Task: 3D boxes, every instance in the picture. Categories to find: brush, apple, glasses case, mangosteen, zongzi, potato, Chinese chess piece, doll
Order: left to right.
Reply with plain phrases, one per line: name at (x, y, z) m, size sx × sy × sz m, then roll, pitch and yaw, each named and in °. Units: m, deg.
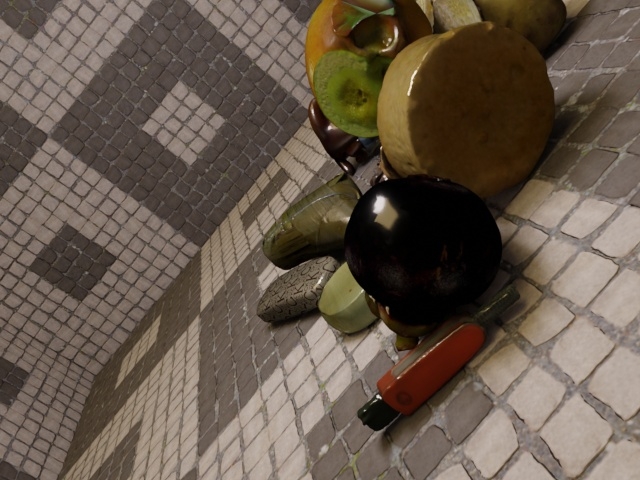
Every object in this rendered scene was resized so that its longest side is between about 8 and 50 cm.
glasses case at (-0.064, 0.134, 1.548) m, size 0.354 × 0.085 × 0.137 m, roll -26°, pitch 28°, yaw 53°
zongzi at (0.000, 0.000, 1.528) m, size 0.323 × 0.160 × 0.360 m, roll -40°, pitch 27°, yaw 9°
Chinese chess piece at (0.081, 0.113, 1.262) m, size 0.188 × 0.083 × 0.188 m, roll -41°, pitch 20°, yaw 19°
doll at (0.135, -0.396, 1.861) m, size 0.339 × 0.318 × 0.209 m, roll -18°, pitch 13°, yaw 39°
apple at (0.136, -0.477, 1.519) m, size 0.374 × 0.384 × 0.374 m, roll -20°, pitch -12°, yaw -5°
mangosteen at (0.164, 0.042, 0.971) m, size 0.275 × 0.274 × 0.303 m, roll -137°, pitch 54°, yaw -72°
brush at (0.183, 0.182, 0.904) m, size 0.323 × 0.070 × 0.051 m, roll -44°, pitch 21°, yaw 13°
potato at (0.448, -0.536, 1.414) m, size 0.237 × 0.301 × 0.289 m, roll -32°, pitch 52°, yaw -4°

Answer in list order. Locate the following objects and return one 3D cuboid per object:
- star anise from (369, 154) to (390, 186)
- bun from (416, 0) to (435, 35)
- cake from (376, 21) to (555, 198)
star anise at (0.235, -0.222, 1.467) m, size 0.332 × 0.117 × 0.332 m, roll -50°, pitch 14°, yaw 18°
bun at (0.422, -0.762, 1.868) m, size 0.365 × 0.219 × 0.366 m, roll 11°, pitch -90°, yaw -88°
cake at (0.248, -0.250, 1.163) m, size 0.332 × 0.332 × 0.321 m, roll -53°, pitch 19°, yaw -4°
